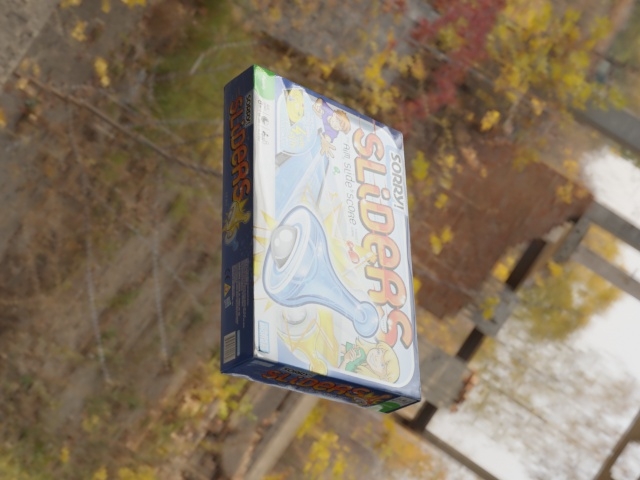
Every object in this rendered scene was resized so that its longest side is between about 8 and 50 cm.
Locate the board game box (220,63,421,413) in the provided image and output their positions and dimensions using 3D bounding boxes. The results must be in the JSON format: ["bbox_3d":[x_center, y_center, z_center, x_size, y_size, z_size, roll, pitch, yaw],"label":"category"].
[{"bbox_3d":[0.000,0.000,0.692,0.035,0.136,0.201,-28,-126,42],"label":"board game box"}]
